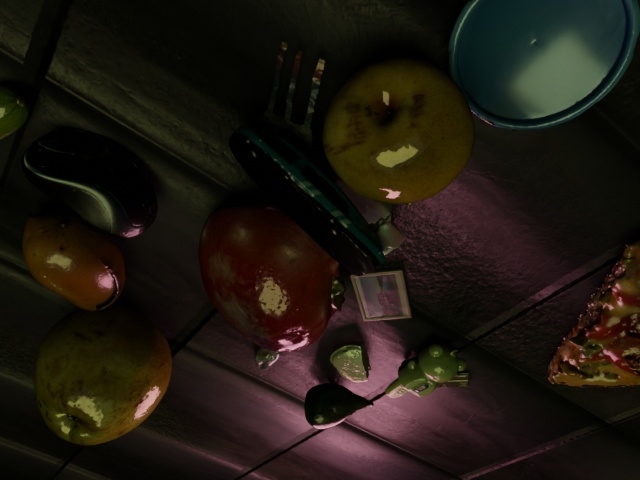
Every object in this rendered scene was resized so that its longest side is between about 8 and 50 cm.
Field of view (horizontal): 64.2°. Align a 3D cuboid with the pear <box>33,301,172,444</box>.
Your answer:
[{"bbox_3d":[-0.492,0.306,1.159,0.304,0.303,0.303,4,132,5],"label":"pear"}]

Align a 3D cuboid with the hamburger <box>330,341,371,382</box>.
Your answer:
[{"bbox_3d":[0.069,0.285,1.217,0.084,0.054,0.121,-3,129,16],"label":"hamburger"}]

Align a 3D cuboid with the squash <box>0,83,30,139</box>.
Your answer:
[{"bbox_3d":[-0.556,-0.203,0.847,0.188,0.095,0.095,-18,127,16],"label":"squash"}]

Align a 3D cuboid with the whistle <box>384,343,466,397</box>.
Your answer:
[{"bbox_3d":[0.236,0.310,1.190,0.105,0.085,0.227,31,127,-18],"label":"whistle"}]

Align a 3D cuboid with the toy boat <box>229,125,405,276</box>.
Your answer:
[{"bbox_3d":[-0.007,-0.078,0.793,0.299,0.092,0.134,45,166,-3],"label":"toy boat"}]

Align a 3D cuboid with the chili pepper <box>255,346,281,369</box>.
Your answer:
[{"bbox_3d":[-0.131,0.283,1.249,0.050,0.041,0.153,52,132,18],"label":"chili pepper"}]

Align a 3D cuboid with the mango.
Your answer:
[{"bbox_3d":[-0.486,0.050,1.030,0.167,0.136,0.236,1,137,3],"label":"mango"}]

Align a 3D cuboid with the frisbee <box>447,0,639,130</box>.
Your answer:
[{"bbox_3d":[0.295,-0.263,0.694,0.242,0.045,0.242,4,133,4],"label":"frisbee"}]

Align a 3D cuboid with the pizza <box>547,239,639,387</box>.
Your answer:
[{"bbox_3d":[0.628,0.159,0.972,0.440,0.130,0.406,-21,128,24],"label":"pizza"}]

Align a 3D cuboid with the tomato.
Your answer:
[{"bbox_3d":[-0.112,0.097,0.956,0.290,0.176,0.334,15,144,14],"label":"tomato"}]

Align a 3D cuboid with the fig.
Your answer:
[{"bbox_3d":[0.045,0.414,1.305,0.178,0.117,0.117,-12,131,-3],"label":"fig"}]

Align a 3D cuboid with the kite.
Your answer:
[{"bbox_3d":[-0.054,-0.182,0.811,0.141,0.015,0.245,28,129,14],"label":"kite"}]

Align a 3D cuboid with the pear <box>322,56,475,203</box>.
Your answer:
[{"bbox_3d":[0.111,-0.147,0.726,0.209,0.208,0.208,4,132,5],"label":"pear"}]

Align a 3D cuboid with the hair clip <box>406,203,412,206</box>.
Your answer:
[{"bbox_3d":[0.181,-0.111,0.848,0.049,0.049,0.173,29,131,-17],"label":"hair clip"}]

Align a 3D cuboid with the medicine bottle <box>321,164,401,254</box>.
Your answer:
[{"bbox_3d":[0.064,-0.052,0.901,0.119,0.069,0.183,-28,121,33],"label":"medicine bottle"}]

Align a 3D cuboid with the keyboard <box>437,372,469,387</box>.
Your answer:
[{"bbox_3d":[0.301,0.344,1.260,0.130,0.015,0.049,-6,125,14],"label":"keyboard"}]

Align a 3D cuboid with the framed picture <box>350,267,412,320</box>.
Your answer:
[{"bbox_3d":[0.130,0.117,1.083,0.109,0.011,0.149,-7,131,14],"label":"framed picture"}]

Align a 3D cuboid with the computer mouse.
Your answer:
[{"bbox_3d":[-0.383,-0.104,0.873,0.233,0.137,0.096,34,131,-19],"label":"computer mouse"}]
